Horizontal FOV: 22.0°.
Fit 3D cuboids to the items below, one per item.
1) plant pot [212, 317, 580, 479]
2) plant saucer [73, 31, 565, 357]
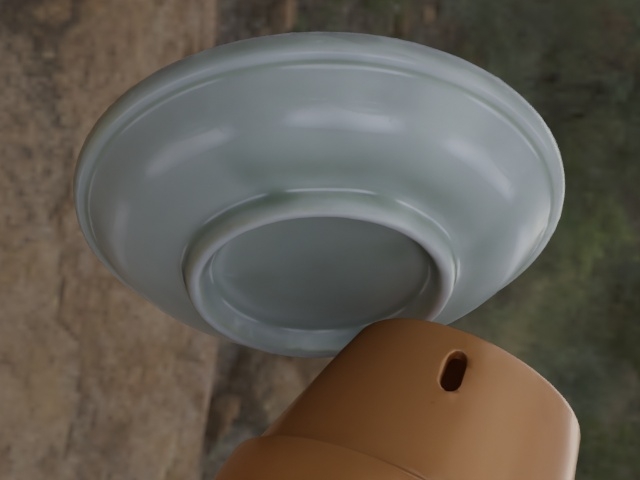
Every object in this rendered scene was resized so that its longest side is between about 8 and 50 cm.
[{"bbox_3d":[0.073,0.197,1.294,0.203,0.291,0.291,-61,146,-27],"label":"plant pot"},{"bbox_3d":[0.000,0.000,1.328,0.400,0.401,0.100,58,24,-51],"label":"plant saucer"}]
